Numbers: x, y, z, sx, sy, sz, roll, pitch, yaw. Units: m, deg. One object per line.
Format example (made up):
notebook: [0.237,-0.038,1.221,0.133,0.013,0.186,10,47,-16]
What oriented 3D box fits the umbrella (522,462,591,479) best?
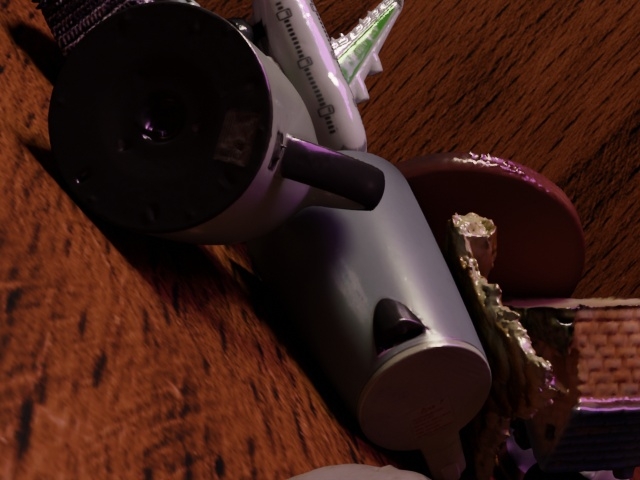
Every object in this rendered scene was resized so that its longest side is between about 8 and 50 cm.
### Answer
umbrella: [0.244,0.274,1.124,0.106,0.113,0.357,25,9,-8]

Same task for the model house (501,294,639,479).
model house: [0.235,0.138,1.239,0.166,0.172,0.183,-3,1,-25]

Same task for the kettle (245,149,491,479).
kettle: [0.050,0.076,1.130,0.243,0.160,0.210,-117,-170,-47]

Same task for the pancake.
pancake: [0.156,0.107,1.137,0.244,0.057,0.266,-151,-131,-70]

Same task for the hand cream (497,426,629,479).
hand cream: [0.297,0.277,1.512,0.185,0.118,0.358,47,-1,33]

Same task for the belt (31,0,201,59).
belt: [-0.134,-0.149,1.267,0.325,0.122,0.260,50,10,-16]

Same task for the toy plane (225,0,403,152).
toy plane: [-0.016,-0.159,1.210,0.101,0.251,0.255,-14,-87,55]

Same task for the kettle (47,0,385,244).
kettle: [-0.061,-0.067,1.005,0.221,0.161,0.236,14,-3,12]

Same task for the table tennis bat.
table tennis bat: [0.140,0.057,1.355,0.414,0.268,0.051,72,11,-49]

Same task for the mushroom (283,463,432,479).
mushroom: [0.056,0.196,0.610,0.225,0.093,0.116,54,21,-5]
